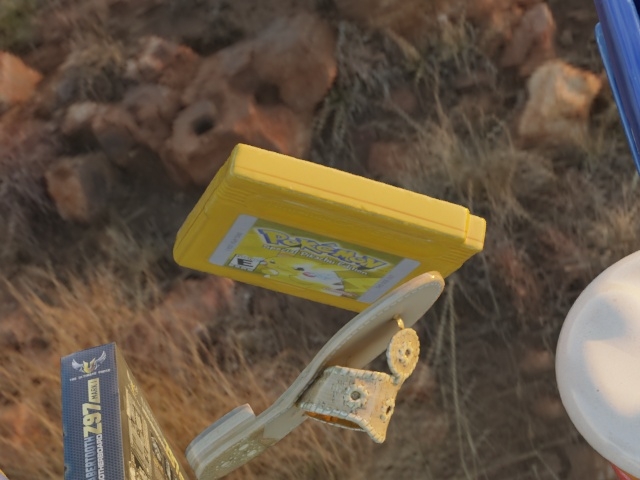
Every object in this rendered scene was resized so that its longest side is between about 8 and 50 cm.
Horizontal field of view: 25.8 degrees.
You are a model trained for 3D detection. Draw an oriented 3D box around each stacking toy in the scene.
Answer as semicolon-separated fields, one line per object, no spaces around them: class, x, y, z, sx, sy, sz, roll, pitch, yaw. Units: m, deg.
stacking toy;0.474;0.262;1.674;0.351;0.480;0.350;-8;46;8

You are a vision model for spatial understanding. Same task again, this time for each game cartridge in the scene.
game cartridge;0.000;0.000;1.567;0.285;0.324;0.052;15;72;-12

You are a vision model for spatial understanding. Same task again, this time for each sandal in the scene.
sandal;0.015;0.126;1.046;0.240;0.088;0.079;-36;67;5

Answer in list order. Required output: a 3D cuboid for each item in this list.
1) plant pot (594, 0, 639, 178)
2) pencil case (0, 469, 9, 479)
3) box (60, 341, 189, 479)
plant pot;0.310;-0.093;0.912;0.236;0.212;0.236;-18;84;4
pencil case;-0.177;0.107;0.490;0.306;0.119;0.133;47;49;2
box;-0.167;0.234;1.259;0.059;0.232;0.183;-16;44;3
